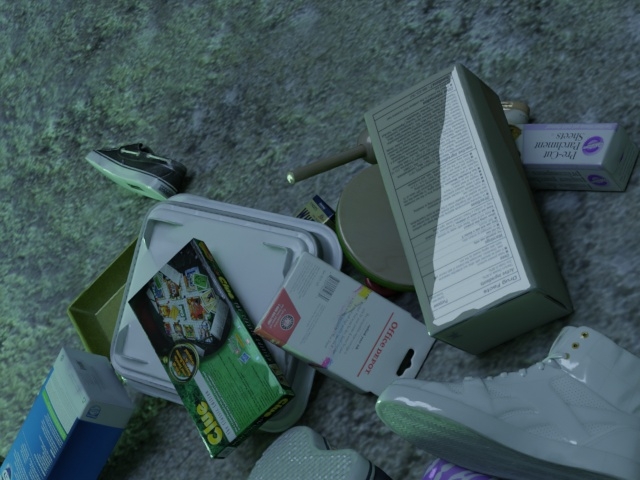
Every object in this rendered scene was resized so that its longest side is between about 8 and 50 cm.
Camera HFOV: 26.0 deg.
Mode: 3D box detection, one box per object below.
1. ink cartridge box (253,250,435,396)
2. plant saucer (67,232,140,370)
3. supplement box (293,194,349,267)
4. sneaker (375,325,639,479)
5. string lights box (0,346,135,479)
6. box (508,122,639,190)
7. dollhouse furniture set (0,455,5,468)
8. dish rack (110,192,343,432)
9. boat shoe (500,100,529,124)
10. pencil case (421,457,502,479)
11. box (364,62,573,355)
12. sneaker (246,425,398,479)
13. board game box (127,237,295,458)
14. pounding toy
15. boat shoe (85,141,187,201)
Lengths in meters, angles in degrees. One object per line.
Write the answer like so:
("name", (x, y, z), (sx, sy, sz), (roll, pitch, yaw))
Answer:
("ink cartridge box", (0.032, 0.114, 1.726), (0.115, 0.198, 0.067), (-59, 4, -13))
("plant saucer", (-0.281, 0.096, 2.095), (0.188, 0.045, 0.188), (-45, 39, 4))
("supplement box", (0.000, 0.000, 1.884), (0.083, 0.083, 0.056), (-45, 41, 4))
("sneaker", (0.218, 0.163, 1.477), (0.293, 0.108, 0.169), (16, 61, 9))
("string lights box", (-0.364, 0.294, 1.924), (0.259, 0.077, 0.133), (-60, 37, 16))
("box", (0.244, -0.107, 1.764), (0.324, 0.063, 0.067), (5, 63, 45))
("dollhouse furniture set", (-0.530, 0.376, 2.032), (0.144, 0.123, 0.151), (-10, 53, 38))
("dish rack", (-0.144, 0.087, 1.854), (0.333, 0.072, 0.285), (12, 86, 34))
("boat shoe", (0.205, -0.164, 1.853), (0.170, 0.063, 0.059), (10, 63, 36))
("pencil case", (0.188, 0.305, 1.471), (0.206, 0.086, 0.088), (35, 114, 52))
("box", (0.174, -0.036, 1.656), (0.148, 0.121, 0.311), (-26, 62, 24))
("sneaker", (0.011, 0.305, 1.612), (0.126, 0.127, 0.321), (-52, 14, -12))
("board game box", (-0.144, 0.137, 1.784), (0.136, 0.030, 0.259), (-41, 61, 16))
("pounding toy", (0.083, -0.017, 1.793), (0.183, 0.110, 0.237), (-32, 72, -26))
("boat shoe", (-0.299, -0.120, 2.270), (0.219, 0.078, 0.070), (21, 75, 41))
